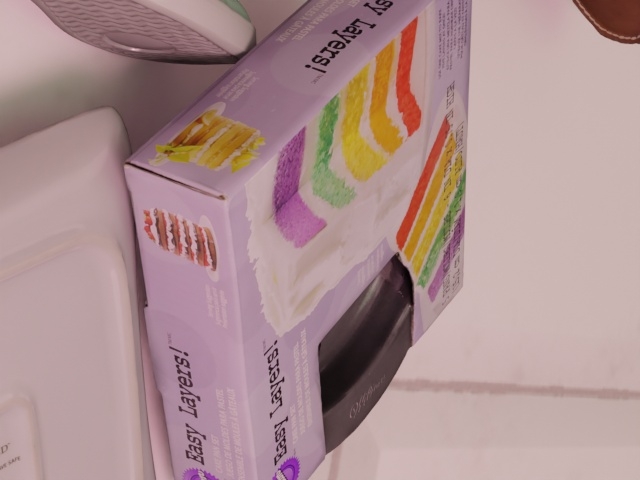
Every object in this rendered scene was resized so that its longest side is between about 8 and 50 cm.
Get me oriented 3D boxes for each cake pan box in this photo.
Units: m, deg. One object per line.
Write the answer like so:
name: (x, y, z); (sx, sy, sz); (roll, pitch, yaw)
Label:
cake pan box: (0.000, 0.000, 0.817); (0.246, 0.070, 0.267); (-44, 146, -38)

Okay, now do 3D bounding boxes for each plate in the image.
plate: (-0.173, 0.107, 0.679); (0.277, 0.045, 0.278); (-30, 130, -43)

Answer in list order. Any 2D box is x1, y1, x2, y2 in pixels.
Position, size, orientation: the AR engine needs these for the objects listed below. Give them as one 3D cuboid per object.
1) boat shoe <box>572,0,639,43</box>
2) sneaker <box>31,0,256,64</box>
boat shoe: (0.142, -0.245, 0.963); (0.116, 0.123, 0.324); (-52, 126, -20)
sneaker: (-0.103, -0.185, 0.702); (0.256, 0.094, 0.151); (29, 68, -53)
